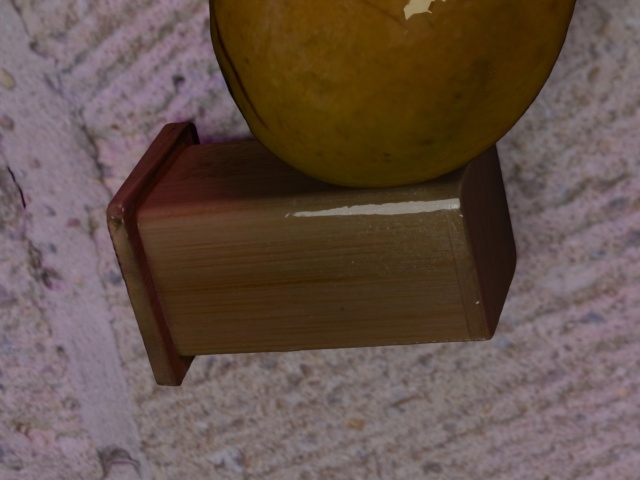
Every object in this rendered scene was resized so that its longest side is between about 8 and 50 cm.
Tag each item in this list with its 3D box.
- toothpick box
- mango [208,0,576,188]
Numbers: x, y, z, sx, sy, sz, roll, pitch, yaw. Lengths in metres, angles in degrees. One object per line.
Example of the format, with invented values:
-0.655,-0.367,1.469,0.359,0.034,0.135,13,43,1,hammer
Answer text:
0.000,0.000,1.392,0.308,0.190,0.187,-4,116,19,toothpick box
0.074,-0.228,1.175,0.301,0.221,0.445,57,137,18,mango
